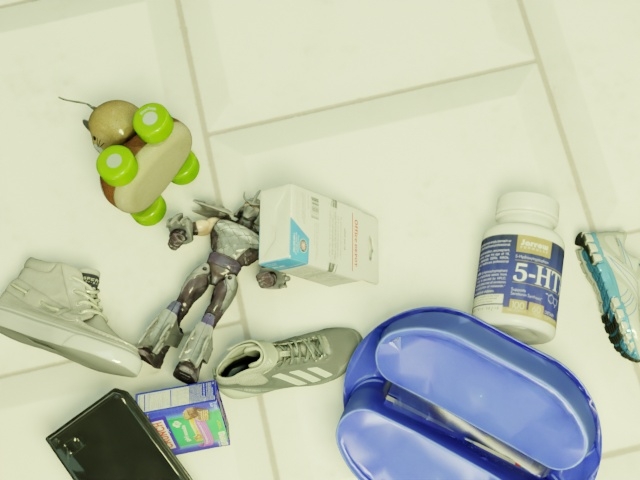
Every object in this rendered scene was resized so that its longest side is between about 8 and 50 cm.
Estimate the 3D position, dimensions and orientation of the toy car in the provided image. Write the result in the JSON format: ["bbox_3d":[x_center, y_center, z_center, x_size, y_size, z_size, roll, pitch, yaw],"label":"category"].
[{"bbox_3d":[-0.286,-0.136,1.548,0.188,0.155,0.149,32,76,22],"label":"toy car"}]

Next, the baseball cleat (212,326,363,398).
[{"bbox_3d":[-0.039,0.156,1.454,0.206,0.109,0.072,-20,67,-6],"label":"baseball cleat"}]

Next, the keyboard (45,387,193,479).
[{"bbox_3d":[-0.236,0.364,1.400,0.201,0.033,0.317,-35,88,2],"label":"keyboard"}]

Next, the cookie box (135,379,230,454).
[{"bbox_3d":[-0.179,0.233,1.444,0.107,0.092,0.040,-10,40,0],"label":"cookie box"}]

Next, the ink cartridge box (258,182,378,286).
[{"bbox_3d":[0.000,0.000,1.499,0.060,0.180,0.104,-15,66,39],"label":"ink cartridge box"}]

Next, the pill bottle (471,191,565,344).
[{"bbox_3d":[0.265,0.036,1.477,0.112,0.112,0.187,8,73,6],"label":"pill bottle"}]

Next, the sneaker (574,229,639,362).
[{"bbox_3d":[0.410,0.068,1.484,0.083,0.071,0.191,-13,72,-7],"label":"sneaker"}]

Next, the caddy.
[{"bbox_3d":[0.183,0.229,1.388,0.341,0.179,0.241,28,98,11],"label":"caddy"}]

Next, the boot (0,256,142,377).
[{"bbox_3d":[-0.322,0.091,1.472,0.258,0.095,0.123,15,68,28],"label":"boot"}]

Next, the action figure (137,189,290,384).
[{"bbox_3d":[-0.140,0.052,1.502,0.185,0.099,0.285,22,71,15],"label":"action figure"}]
